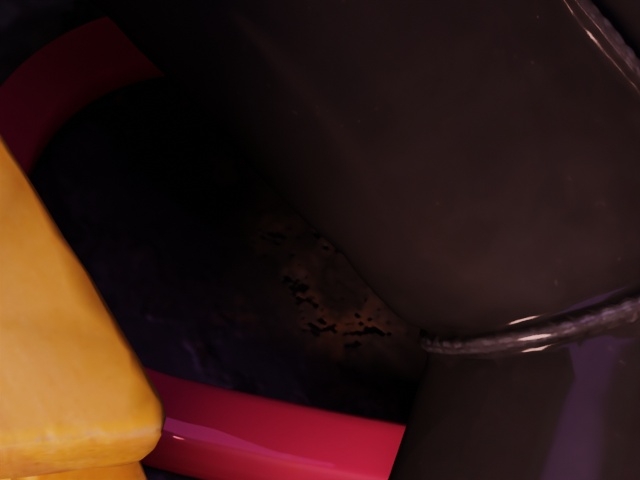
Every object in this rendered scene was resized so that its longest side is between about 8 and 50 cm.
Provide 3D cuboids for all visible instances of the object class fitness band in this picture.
[{"bbox_3d":[0.000,0.000,0.786,0.291,0.054,0.209,12,67,-4],"label":"fitness band"}]

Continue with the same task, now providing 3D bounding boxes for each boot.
[{"bbox_3d":[-0.011,-0.034,0.601,0.445,0.146,0.367,53,56,-21],"label":"boot"}]

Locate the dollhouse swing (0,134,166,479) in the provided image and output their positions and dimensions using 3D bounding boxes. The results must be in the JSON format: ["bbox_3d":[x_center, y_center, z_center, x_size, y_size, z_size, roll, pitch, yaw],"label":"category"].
[{"bbox_3d":[-0.259,0.052,0.519,0.305,0.347,0.315,-28,77,-23],"label":"dollhouse swing"}]
